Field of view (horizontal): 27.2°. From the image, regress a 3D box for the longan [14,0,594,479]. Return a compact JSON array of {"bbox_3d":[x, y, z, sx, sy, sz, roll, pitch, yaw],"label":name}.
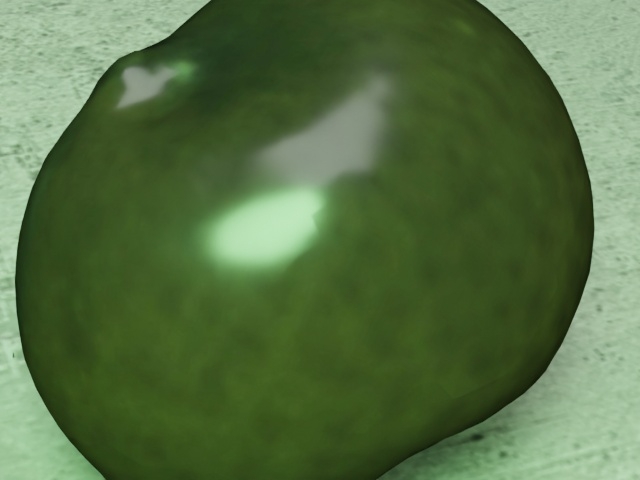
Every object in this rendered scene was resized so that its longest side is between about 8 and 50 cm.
[{"bbox_3d":[0.000,0.000,0.735,0.350,0.288,0.288,-35,51,-30],"label":"longan"}]
